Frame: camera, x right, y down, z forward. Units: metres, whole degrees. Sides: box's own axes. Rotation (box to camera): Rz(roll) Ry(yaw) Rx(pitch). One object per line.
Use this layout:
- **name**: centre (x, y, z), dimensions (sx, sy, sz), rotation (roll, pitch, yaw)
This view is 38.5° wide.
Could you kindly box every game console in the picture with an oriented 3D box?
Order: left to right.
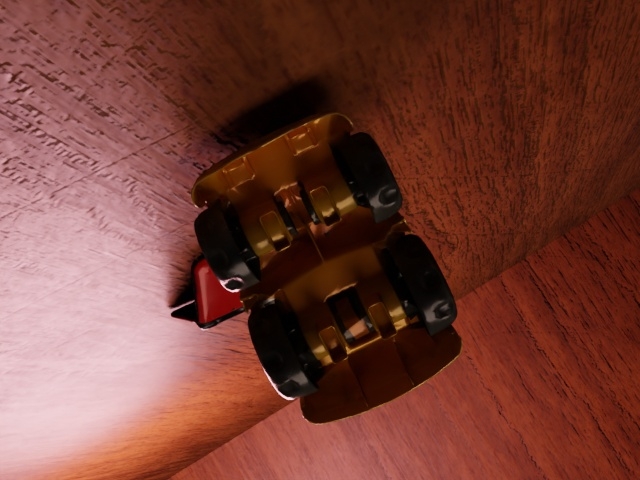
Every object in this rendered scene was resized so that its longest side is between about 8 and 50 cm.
- **game console**: centre (-0.081, 0.026, 0.939), dimensions (0.144, 0.085, 0.124), rotation (-24, 133, -27)

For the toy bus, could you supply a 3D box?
- **toy bus**: centre (0.000, 0.000, 0.744), dimensions (0.149, 0.220, 0.211), rotation (-26, -161, 4)
